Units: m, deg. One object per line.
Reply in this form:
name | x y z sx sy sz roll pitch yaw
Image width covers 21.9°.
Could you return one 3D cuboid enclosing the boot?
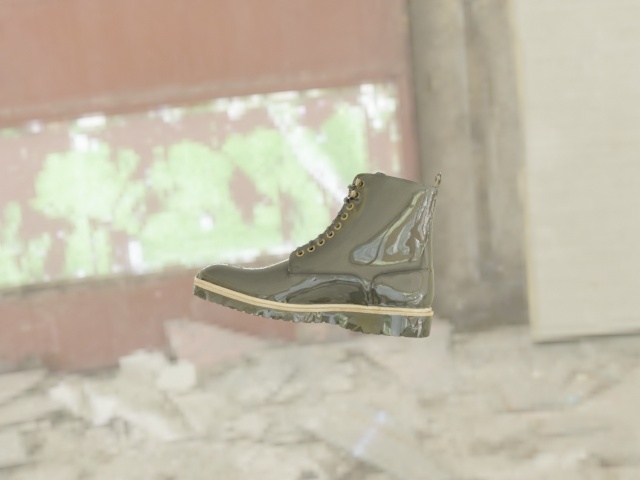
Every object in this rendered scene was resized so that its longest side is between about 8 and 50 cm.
boot | 0.000 0.000 1.358 0.198 0.137 0.077 7 3 -6
